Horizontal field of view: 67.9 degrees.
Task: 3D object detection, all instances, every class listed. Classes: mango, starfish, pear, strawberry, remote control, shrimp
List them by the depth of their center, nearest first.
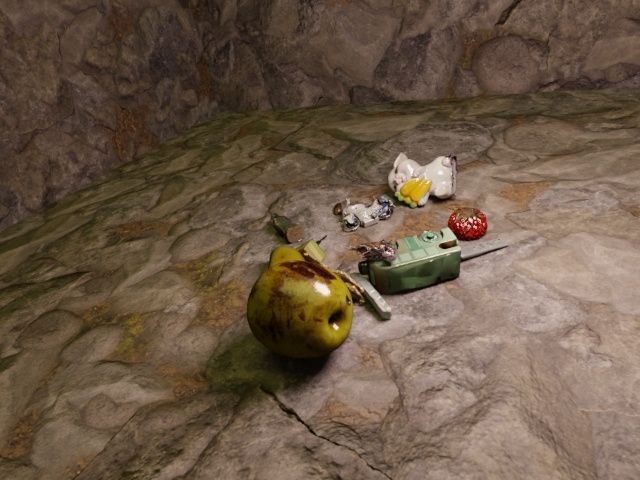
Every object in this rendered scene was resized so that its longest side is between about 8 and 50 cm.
[{"bbox_3d":[-0.051,0.181,1.256,0.283,0.284,0.284,-9,29,5],"label":"pear"},{"bbox_3d":[0.045,0.107,1.415,0.231,0.295,0.048,27,76,28],"label":"starfish"},{"bbox_3d":[0.150,0.033,1.422,0.165,0.057,0.065,-3,48,20],"label":"shrimp"},{"bbox_3d":[0.530,0.029,1.571,0.184,0.027,0.050,-14,30,-14],"label":"remote control"},{"bbox_3d":[-0.112,0.093,1.604,0.137,0.091,0.238,-9,37,6],"label":"mango"},{"bbox_3d":[0.520,-0.065,1.676,0.145,0.086,0.145,-10,30,6],"label":"strawberry"}]

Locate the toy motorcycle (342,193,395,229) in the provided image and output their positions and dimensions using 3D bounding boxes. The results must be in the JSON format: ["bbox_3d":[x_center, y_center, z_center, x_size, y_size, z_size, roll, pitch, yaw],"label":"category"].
[{"bbox_3d":[0.180,-0.122,1.892,0.221,0.102,0.150,-20,51,-9],"label":"toy motorcycle"}]

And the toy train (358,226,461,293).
[{"bbox_3d":[0.283,0.068,1.487,0.326,0.129,0.159,-13,35,-4],"label":"toy train"}]

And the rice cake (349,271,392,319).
[{"bbox_3d":[0.149,0.162,1.428,0.034,0.043,0.211,-25,38,-13],"label":"rice cake"}]

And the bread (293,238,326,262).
[{"bbox_3d":[-0.063,0.065,1.727,0.139,0.084,0.074,-29,15,39],"label":"bread"}]

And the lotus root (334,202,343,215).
[{"bbox_3d":[0.075,-0.138,2.014,0.037,0.030,0.083,-8,29,9],"label":"lotus root"}]

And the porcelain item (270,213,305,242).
[{"bbox_3d":[-0.148,-0.060,1.917,0.081,0.069,0.215,-28,34,-20],"label":"porcelain item"}]

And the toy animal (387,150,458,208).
[{"bbox_3d":[0.409,-0.260,1.972,0.309,0.183,0.247,0,26,29],"label":"toy animal"}]

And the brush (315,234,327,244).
[{"bbox_3d":[0.000,0.000,1.821,0.024,0.008,0.083,11,36,40],"label":"brush"}]
